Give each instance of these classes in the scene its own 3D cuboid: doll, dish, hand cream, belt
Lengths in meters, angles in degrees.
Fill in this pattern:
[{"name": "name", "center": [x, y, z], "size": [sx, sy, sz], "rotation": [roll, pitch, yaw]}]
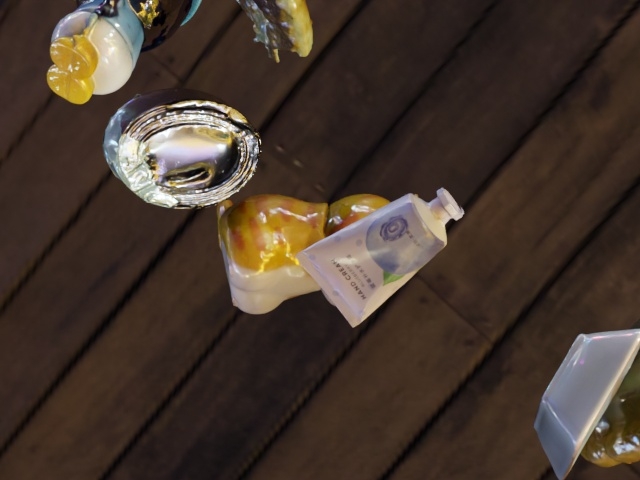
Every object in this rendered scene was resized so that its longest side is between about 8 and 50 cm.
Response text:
[{"name": "doll", "center": [-0.222, -0.293, 1.693], "size": [0.141, 0.177, 0.314], "rotation": [27, 51, 4]}, {"name": "doll", "center": [-0.011, 0.014, 1.896], "size": [0.270, 0.166, 0.162], "rotation": [5, 62, 0]}, {"name": "dish", "center": [0.291, 0.182, 1.623], "size": [0.064, 0.234, 0.154], "rotation": [29, 72, 15]}, {"name": "hand cream", "center": [0.058, 0.007, 1.237], "size": [0.142, 0.053, 0.084], "rotation": [-36, 103, 12]}, {"name": "belt", "center": [-0.181, -0.116, 1.843], "size": [0.078, 0.198, 0.151], "rotation": [-138, 53, -60]}]

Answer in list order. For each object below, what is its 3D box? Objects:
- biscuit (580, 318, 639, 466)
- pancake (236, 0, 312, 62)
[{"name": "biscuit", "center": [0.451, 0.129, 1.773], "size": [0.078, 0.335, 0.329], "rotation": [42, 134, -9]}, {"name": "pancake", "center": [-0.139, -0.432, 1.956], "size": [0.067, 0.305, 0.427], "rotation": [-39, 87, -15]}]
